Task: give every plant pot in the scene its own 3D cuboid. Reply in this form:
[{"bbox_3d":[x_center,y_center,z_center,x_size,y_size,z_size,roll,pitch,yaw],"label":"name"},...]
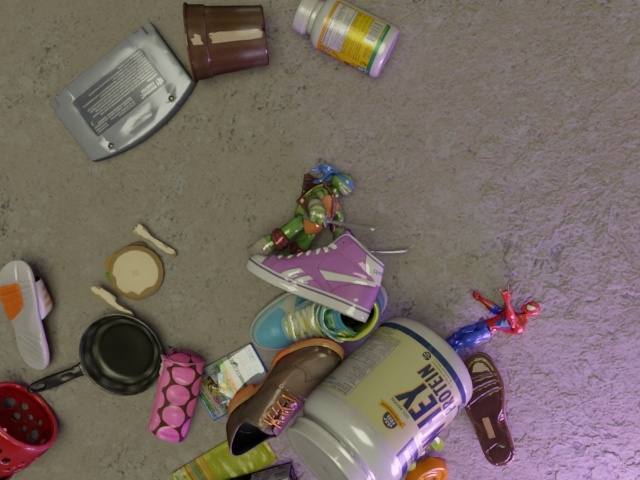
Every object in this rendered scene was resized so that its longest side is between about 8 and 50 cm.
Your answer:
[{"bbox_3d":[-0.721,0.442,1.688,0.174,0.191,0.191,-43,90,9],"label":"plant pot"},{"bbox_3d":[-0.196,-0.428,1.595,0.165,0.167,0.167,-7,94,-2],"label":"plant pot"}]

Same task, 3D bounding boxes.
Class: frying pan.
[{"bbox_3d":[-0.495,0.300,1.725,0.326,0.053,0.197,-43,96,14],"label":"frying pan"}]

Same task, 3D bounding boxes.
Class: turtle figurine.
[{"bbox_3d":[0.000,0.000,1.589,0.266,0.198,0.275,-40,87,9],"label":"turtle figurine"}]

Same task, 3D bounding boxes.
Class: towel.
[{"bbox_3d":[-0.223,0.524,1.736,0.237,0.021,0.102,-32,92,6],"label":"towel"}]

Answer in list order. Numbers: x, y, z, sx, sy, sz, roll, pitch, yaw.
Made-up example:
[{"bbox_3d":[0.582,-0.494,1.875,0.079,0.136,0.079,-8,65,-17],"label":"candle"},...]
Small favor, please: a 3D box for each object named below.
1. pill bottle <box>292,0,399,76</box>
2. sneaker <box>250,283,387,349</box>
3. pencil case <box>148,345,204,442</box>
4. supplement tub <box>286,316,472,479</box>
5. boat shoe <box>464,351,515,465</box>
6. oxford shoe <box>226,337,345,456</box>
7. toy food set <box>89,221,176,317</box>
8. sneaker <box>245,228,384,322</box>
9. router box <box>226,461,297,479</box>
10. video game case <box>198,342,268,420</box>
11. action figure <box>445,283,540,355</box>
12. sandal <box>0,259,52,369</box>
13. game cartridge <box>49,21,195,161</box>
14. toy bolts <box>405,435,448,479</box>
[{"bbox_3d":[0.051,-0.440,1.588,0.208,0.117,0.118,27,96,2],"label":"pill bottle"},{"bbox_3d":[-0.014,0.166,1.596,0.318,0.208,0.127,-22,94,6],"label":"sneaker"},{"bbox_3d":[-0.328,0.349,1.685,0.098,0.095,0.209,4,105,-37],"label":"pencil case"},{"bbox_3d":[0.116,0.333,1.482,0.325,0.235,0.235,-41,90,-24],"label":"supplement tub"},{"bbox_3d":[0.358,0.356,1.636,0.095,0.095,0.258,-10,101,10],"label":"boat shoe"},{"bbox_3d":[-0.075,0.339,1.588,0.130,0.133,0.364,31,124,-18],"label":"oxford shoe"},{"bbox_3d":[-0.422,0.069,1.713,0.132,0.038,0.192,36,91,-6],"label":"toy food set"},{"bbox_3d":[-0.005,0.043,1.488,0.282,0.102,0.161,19,86,21],"label":"sneaker"},{"bbox_3d":[-0.175,0.665,1.701,0.308,0.081,0.243,-17,98,4],"label":"router box"},{"bbox_3d":[-0.201,0.323,1.721,0.166,0.015,0.119,-29,92,6],"label":"video game case"},{"bbox_3d":[0.330,0.168,1.620,0.280,0.091,0.139,-21,108,6],"label":"action figure"},{"bbox_3d":[-0.660,0.163,1.722,0.101,0.076,0.265,1,109,20],"label":"sandal"},{"bbox_3d":[-0.432,-0.317,1.672,0.294,0.060,0.196,-36,87,7],"label":"game cartridge"},{"bbox_3d":[0.151,0.475,1.671,0.228,0.158,0.218,-32,132,-3],"label":"toy bolts"}]
